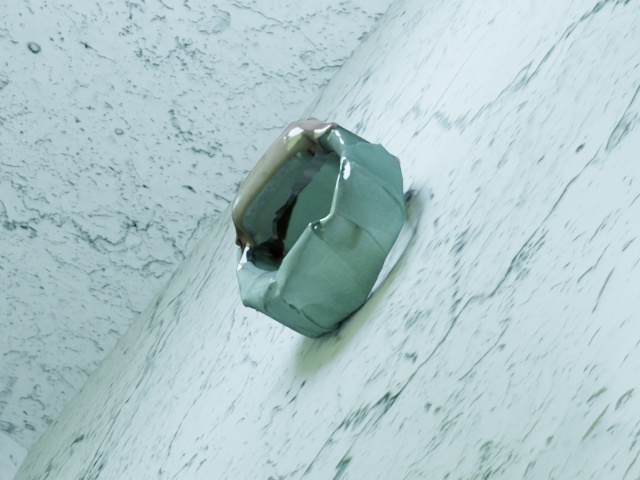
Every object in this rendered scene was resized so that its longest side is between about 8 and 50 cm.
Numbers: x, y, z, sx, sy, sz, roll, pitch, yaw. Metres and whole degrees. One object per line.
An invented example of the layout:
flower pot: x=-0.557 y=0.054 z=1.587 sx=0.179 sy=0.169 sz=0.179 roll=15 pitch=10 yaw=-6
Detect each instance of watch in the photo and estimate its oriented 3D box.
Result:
watch: x=0.000 y=0.000 z=1.780 sx=0.253 sy=0.161 sz=0.241 roll=-52 pitch=22 yaw=37
